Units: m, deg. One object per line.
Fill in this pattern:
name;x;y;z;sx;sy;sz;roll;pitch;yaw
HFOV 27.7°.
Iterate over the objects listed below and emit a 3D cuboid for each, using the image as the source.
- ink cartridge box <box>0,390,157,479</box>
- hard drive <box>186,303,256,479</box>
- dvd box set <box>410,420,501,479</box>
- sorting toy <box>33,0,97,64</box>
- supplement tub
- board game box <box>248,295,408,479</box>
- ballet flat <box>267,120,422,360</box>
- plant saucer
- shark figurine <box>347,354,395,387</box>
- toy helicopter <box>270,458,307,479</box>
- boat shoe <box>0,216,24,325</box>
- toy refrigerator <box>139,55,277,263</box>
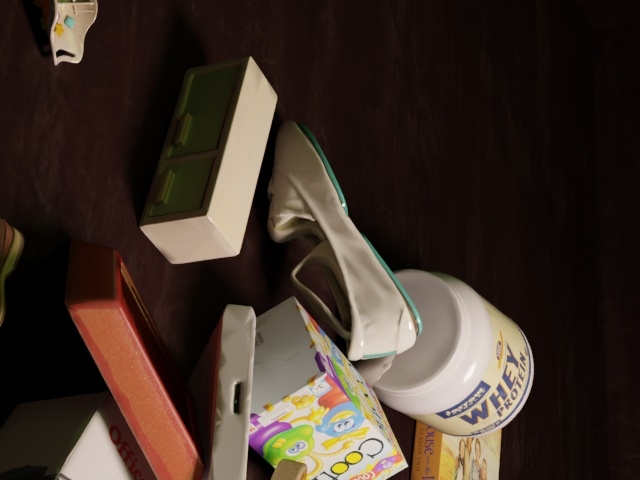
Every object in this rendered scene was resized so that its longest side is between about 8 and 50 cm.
ink cartridge box;-0.265;0.331;1.254;0.223;0.129;0.307;66;29;-28
hard drive;-0.123;0.216;1.478;0.307;0.040;0.203;121;-26;-66
dvd box set;0.254;0.423;2.403;0.307;0.062;0.420;51;39;-48
sorting toy;-0.292;-0.238;1.476;0.083;0.045;0.075;-23;111;-65
supplement tub;0.199;0.187;2.153;0.325;0.235;0.235;34;53;-58
board game box;-0.015;0.227;1.743;0.275;0.144;0.142;52;9;-47
ballet flat;0.000;0.000;1.873;0.400;0.139;0.139;60;18;21
plant saucer;-0.191;0.131;1.385;0.258;0.048;0.259;-122;-172;-73
shark figurine;0.013;0.274;1.937;0.116;0.166;0.278;15;86;-36
toy helicopter;-0.085;0.437;1.584;0.235;0.140;0.355;84;24;-58
boat shoe;-0.342;0.044;1.263;0.060;0.064;0.178;51;33;-40
toy refrigerator;-0.142;-0.109;1.677;0.094;0.102;0.269;55;37;-45
